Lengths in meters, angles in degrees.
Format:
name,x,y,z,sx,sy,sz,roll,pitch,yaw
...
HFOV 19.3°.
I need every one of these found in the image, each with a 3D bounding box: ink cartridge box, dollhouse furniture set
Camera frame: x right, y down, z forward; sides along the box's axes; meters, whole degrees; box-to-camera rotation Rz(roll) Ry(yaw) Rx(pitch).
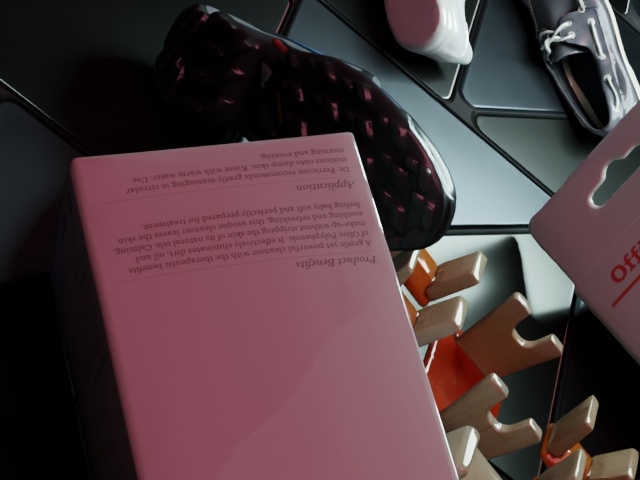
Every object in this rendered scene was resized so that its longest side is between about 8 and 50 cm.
name,x,y,z,sx,sy,sz,roll,pitch,yaw
ink cartridge box,0.366,0.046,1.603,0.353,0.207,0.119,51,22,26
dollhouse furniture set,0.090,0.145,1.364,0.262,0.135,0.259,51,28,-13

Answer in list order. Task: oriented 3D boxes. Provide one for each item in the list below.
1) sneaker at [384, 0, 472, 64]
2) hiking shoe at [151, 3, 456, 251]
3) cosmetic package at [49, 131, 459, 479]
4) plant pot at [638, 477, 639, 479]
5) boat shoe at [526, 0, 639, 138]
name,x,y,z,sx,sy,sz,roll,pitch,yaw
sneaker,0.093,-0.254,1.741,0.094,0.080,0.212,21,52,-50
hiking shoe,0.011,-0.088,1.392,0.132,0.113,0.304,9,24,-47
cosmetic package,-0.038,0.128,1.158,0.197,0.155,0.365,-5,62,-17
plant pot,0.307,0.196,1.580,0.083,0.083,0.079,44,26,-10
boat shoe,0.249,-0.191,1.838,0.065,0.075,0.206,-12,74,-53
